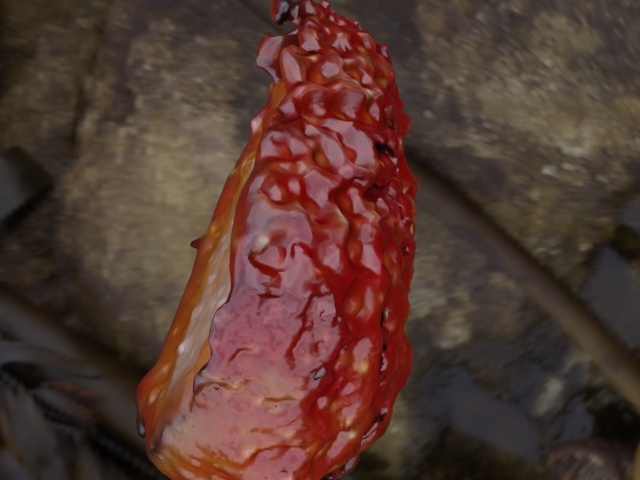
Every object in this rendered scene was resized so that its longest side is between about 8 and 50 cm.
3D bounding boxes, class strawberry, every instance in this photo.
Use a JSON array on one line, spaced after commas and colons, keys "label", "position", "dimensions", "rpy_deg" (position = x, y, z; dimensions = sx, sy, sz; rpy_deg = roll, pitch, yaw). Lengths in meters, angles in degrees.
[{"label": "strawberry", "position": [0.000, 0.000, 0.615], "dimensions": [0.082, 0.121, 0.188], "rpy_deg": [21, 53, -7]}]
